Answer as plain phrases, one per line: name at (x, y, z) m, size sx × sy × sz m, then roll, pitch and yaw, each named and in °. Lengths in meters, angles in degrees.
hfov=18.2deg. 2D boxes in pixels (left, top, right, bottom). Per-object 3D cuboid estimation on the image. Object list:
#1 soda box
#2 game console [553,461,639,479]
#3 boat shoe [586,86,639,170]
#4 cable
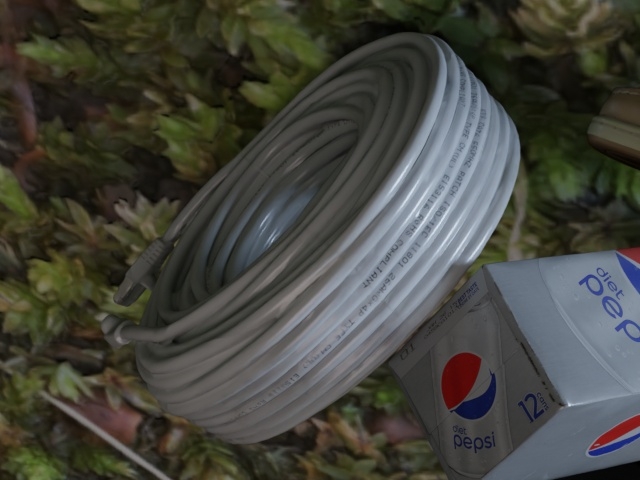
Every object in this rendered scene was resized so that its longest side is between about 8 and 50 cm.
soda box at (0.181, 0.063, 1.116) m, size 0.098 × 0.286 × 0.091 m, roll -49°, pitch 59°, yaw 39°
game console at (0.164, 0.173, 1.371) m, size 0.122 × 0.071 × 0.107 m, roll 30°, pitch 159°, yaw -8°
boat shoe at (0.301, -0.064, 1.096) m, size 0.302 × 0.109 × 0.098 m, roll 7°, pitch 90°, yaw 11°
cable at (0.000, 0.000, 1.119) m, size 0.089 × 0.257 × 0.257 m, roll 42°, pitch 88°, yaw -18°
